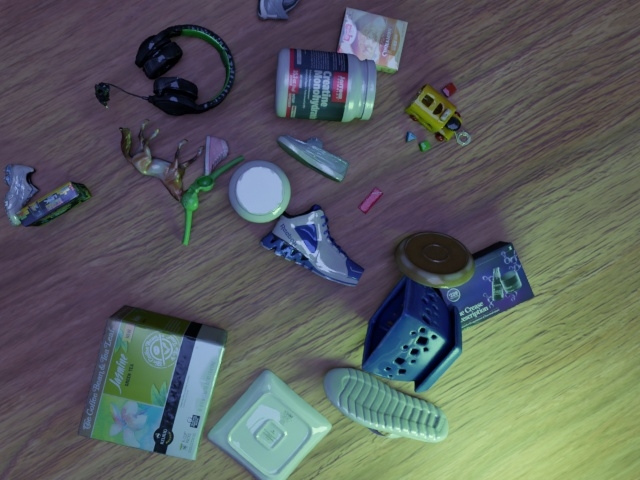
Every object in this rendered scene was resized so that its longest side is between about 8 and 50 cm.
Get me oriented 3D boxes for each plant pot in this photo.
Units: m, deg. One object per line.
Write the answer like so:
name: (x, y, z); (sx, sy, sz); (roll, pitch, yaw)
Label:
plant pot: (0.269, 0.269, 1.801); (0.212, 0.236, 0.236); (31, 118, -5)
plant pot: (0.334, 0.045, 1.844); (0.236, 0.236, 0.032); (1, 129, -6)

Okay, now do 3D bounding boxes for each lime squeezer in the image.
lime squeezer: (-0.330, -0.131, 1.820); (0.110, 0.059, 0.310); (34, 88, -42)

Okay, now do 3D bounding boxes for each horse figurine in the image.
horse figurine: (-0.459, -0.231, 1.814); (0.263, 0.066, 0.175); (24, 105, -15)

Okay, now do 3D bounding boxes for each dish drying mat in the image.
dish drying mat: (0.152, -0.121, 1.917); (0.032, 0.008, 0.083); (42, 88, -7)

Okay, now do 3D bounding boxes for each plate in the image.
plate: (-0.150, 0.577, 1.906); (0.277, 0.045, 0.278); (42, 88, -6)

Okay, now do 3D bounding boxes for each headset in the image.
headset: (-0.425, -0.458, 1.752); (0.394, 0.185, 0.244); (-23, 95, -16)

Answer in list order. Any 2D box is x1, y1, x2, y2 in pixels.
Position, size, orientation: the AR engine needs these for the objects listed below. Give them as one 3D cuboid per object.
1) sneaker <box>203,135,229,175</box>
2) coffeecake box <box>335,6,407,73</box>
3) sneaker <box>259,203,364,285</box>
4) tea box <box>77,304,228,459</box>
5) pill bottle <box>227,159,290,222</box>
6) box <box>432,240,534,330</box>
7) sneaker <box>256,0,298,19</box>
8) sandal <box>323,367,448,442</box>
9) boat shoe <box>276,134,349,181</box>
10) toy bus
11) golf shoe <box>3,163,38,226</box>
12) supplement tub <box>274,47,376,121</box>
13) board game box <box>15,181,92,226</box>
sneaker: (-0.298, -0.242, 1.824); (0.070, 0.051, 0.134); (8, 57, -14)
coffeecake box: (0.146, -0.584, 1.861); (0.185, 0.068, 0.143); (11, 93, -6)
sneaker: (-0.001, -0.001, 1.848); (0.315, 0.127, 0.182); (25, 92, -5)
tea box: (-0.456, 0.389, 1.776); (0.323, 0.220, 0.329); (14, 92, -6)
pill bottle: (-0.168, -0.133, 1.736); (0.169, 0.301, 0.169); (0, 93, -6)
box: (0.480, 0.138, 1.919); (0.261, 0.103, 0.184); (-25, 93, -4)
sneaker: (-0.109, -0.747, 1.827); (0.132, 0.086, 0.229); (5, 103, -11)
sandal: (0.186, 0.519, 1.903); (0.416, 0.169, 0.102); (25, 130, -7)
boat shoe: (-0.019, -0.257, 1.864); (0.227, 0.079, 0.081); (30, 83, -12)
toy bus: (0.352, -0.369, 1.875); (0.202, 0.104, 0.191); (-9, 94, -5)
golf shoe: (-0.841, -0.127, 1.790); (0.085, 0.069, 0.176); (-1, 94, -12)
supplement tub: (0.009, -0.435, 1.794); (0.272, 0.191, 0.191); (3, 93, -6)
board game box: (-0.735, -0.099, 1.762); (0.170, 0.141, 0.048); (-31, 95, -3)
